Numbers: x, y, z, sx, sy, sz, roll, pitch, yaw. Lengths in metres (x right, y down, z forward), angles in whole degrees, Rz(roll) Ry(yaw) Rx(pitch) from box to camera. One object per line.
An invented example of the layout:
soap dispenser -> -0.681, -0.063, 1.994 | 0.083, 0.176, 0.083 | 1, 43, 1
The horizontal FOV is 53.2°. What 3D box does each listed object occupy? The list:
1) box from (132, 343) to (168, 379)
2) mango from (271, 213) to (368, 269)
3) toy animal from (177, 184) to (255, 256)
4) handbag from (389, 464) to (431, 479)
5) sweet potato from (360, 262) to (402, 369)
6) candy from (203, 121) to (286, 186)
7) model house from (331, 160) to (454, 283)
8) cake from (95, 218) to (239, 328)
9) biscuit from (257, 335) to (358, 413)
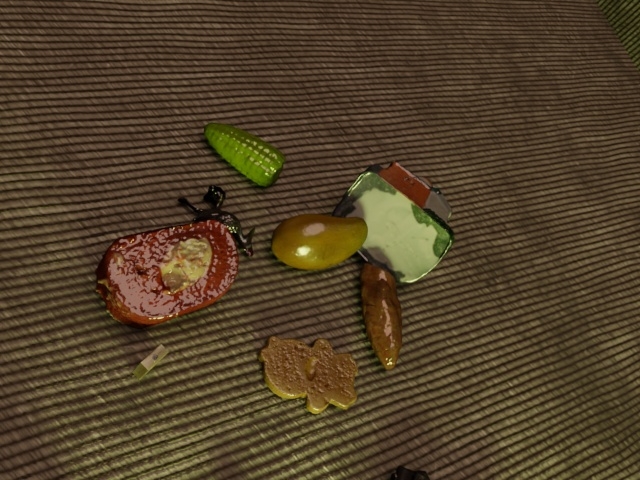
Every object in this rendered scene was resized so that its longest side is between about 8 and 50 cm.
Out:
box -> -0.322, 0.230, 1.207 | 0.024, 0.083, 0.053 | 48, 53, -3
mango -> 0.000, 0.000, 1.453 | 0.227, 0.136, 0.099 | -9, 28, -14
toy animal -> -0.216, -0.043, 1.428 | 0.202, 0.070, 0.105 | 48, 65, -2
handbag -> 0.246, 0.610, 1.271 | 0.285, 0.113, 0.257 | 23, 50, -5
sweet potato -> 0.142, 0.168, 1.461 | 0.097, 0.097, 0.252 | 4, 61, -24
candy -> -0.182, -0.211, 1.506 | 0.209, 0.097, 0.097 | 32, 55, -5
model house -> 0.206, -0.069, 1.599 | 0.271, 0.190, 0.301 | 38, 31, 4
cake -> -0.301, 0.069, 1.268 | 0.282, 0.151, 0.177 | -13, 83, -31
biscuit -> -0.027, 0.281, 1.356 | 0.225, 0.036, 0.166 | 14, 59, -16
